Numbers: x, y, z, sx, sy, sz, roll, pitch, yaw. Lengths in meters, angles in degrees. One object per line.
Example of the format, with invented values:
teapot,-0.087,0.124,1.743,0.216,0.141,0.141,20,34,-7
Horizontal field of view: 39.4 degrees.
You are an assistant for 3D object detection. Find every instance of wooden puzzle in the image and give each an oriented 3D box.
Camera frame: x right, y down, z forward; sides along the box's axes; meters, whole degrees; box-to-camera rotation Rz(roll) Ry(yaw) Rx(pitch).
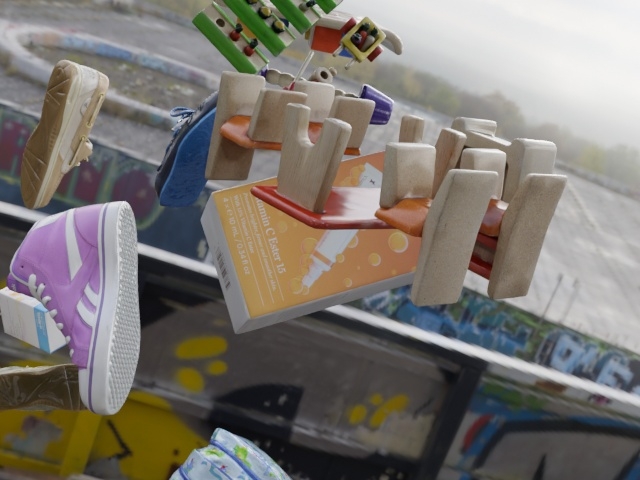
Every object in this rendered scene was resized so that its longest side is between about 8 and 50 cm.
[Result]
wooden puzzle,-0.041,-0.394,1.618,0.348,0.080,0.322,14,17,-9

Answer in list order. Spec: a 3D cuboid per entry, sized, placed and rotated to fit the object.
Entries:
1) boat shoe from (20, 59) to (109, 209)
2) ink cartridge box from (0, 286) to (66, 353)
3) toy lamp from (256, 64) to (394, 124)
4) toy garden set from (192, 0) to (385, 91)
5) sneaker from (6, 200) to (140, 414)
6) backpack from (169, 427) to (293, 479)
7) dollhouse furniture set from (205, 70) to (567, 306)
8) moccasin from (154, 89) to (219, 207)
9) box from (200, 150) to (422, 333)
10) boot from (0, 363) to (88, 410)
boat shoe,-0.266,-0.104,0.936,0.059,0.170,0.063,4,34,-42
ink cartridge box,-0.508,0.126,1.613,0.143,0.089,0.092,17,32,28
toy lamp,0.001,-0.278,1.676,0.275,0.080,0.080,15,16,-4
toy garden set,-0.025,-0.297,1.244,0.204,0.049,0.244,46,52,-7
sneaker,-0.318,0.091,1.138,0.161,0.282,0.102,-7,-28,4
backpack,-0.176,0.533,1.858,0.290,0.273,0.355,41,8,27
dollhouse furniture set,0.068,-0.028,0.707,0.259,0.135,0.262,-2,22,-41
moccasin,-0.253,-0.196,1.748,0.138,0.342,0.116,8,54,-36
box,0.000,0.000,1.498,0.345,0.214,0.168,-16,-10,-17
boot,-0.462,0.244,1.491,0.213,0.077,0.165,1,-6,-26
